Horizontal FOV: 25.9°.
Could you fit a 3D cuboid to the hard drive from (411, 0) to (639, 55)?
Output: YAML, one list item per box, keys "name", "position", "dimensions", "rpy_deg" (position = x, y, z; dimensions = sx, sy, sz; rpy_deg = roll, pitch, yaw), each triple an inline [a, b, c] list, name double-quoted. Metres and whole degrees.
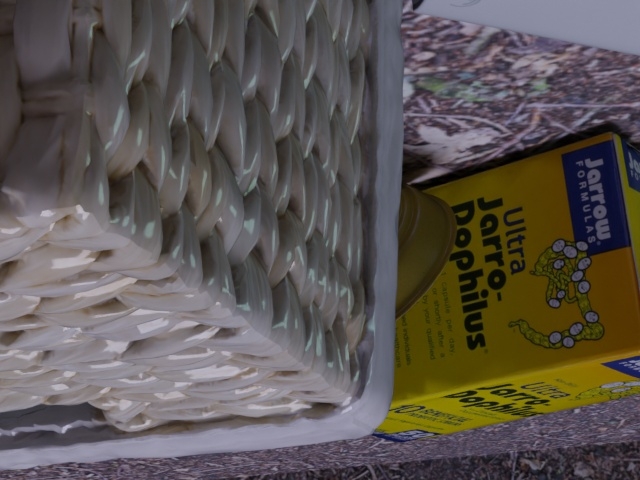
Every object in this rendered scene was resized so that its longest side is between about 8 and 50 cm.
- name: "hard drive"
  position: [0.232, -0.171, 0.818]
  dimensions: [0.307, 0.040, 0.203]
  rpy_deg: [8, 156, -14]

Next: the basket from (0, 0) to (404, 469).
- name: "basket"
  position: [-0.157, -0.085, 0.586]
  dimensions: [0.328, 0.331, 0.266]
  rpy_deg: [-7, 160, 21]

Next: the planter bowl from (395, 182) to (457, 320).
- name: "planter bowl"
  position: [0.000, 0.000, 1.182]
  dimensions: [0.217, 0.217, 0.090]
  rpy_deg: [-17, 122, 32]

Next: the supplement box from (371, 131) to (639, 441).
- name: "supplement box"
  position: [0.163, 0.059, 1.292]
  dimensions: [0.356, 0.195, 0.194]
  rpy_deg: [-17, 159, 32]
